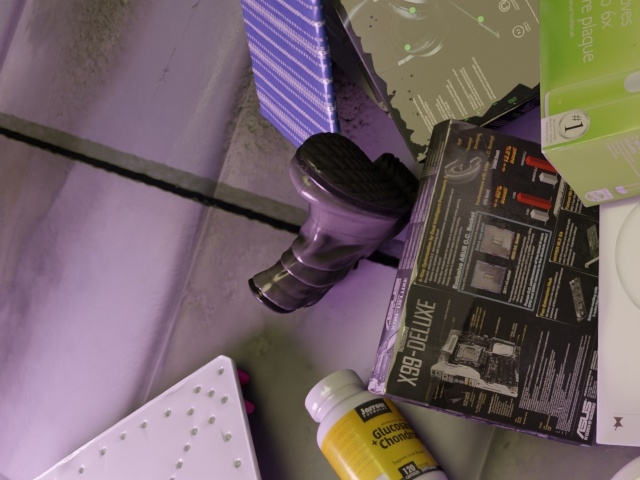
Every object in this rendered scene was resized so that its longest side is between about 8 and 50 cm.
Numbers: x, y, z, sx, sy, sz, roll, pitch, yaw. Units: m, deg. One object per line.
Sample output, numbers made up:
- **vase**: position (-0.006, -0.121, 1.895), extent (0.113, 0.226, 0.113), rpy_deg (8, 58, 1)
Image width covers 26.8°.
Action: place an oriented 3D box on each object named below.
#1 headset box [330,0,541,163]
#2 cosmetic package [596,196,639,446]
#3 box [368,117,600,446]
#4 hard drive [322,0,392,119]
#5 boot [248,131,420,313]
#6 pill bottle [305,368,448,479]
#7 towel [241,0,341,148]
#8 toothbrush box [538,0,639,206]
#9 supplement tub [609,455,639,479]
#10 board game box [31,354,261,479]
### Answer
- **headset box**: position (0.170, -0.250, 1.548), extent (0.283, 0.131, 0.246), rpy_deg (-30, 85, 16)
- **cosmetic package**: position (0.466, 0.068, 1.320), extent (0.377, 0.097, 0.284), rpy_deg (-1, 89, 26)
- **box**: position (0.207, 0.048, 1.458), extent (0.242, 0.076, 0.307), rpy_deg (14, 85, -10)
- **hard drive**: position (0.143, -0.339, 1.692), extent (0.339, 0.064, 0.237), rpy_deg (-49, 58, 14)
- **boot**: position (0.000, 0.000, 1.545), extent (0.223, 0.338, 0.118), rpy_deg (-43, 71, 13)
- **pill bottle**: position (0.060, 0.242, 1.575), extent (0.103, 0.103, 0.184), rpy_deg (-47, 59, 15)
- **towel**: position (-0.037, -0.262, 1.638), extent (0.040, 0.336, 0.243), rpy_deg (-21, 34, -17)
- **toothbrush box**: position (0.363, -0.173, 1.296), extent (0.283, 0.122, 0.206), rpy_deg (-12, 58, 28)
- **supplement tub**: position (0.379, 0.294, 1.255), extent (0.191, 0.272, 0.191), rpy_deg (-8, 74, 31)
- **board game box**: position (-0.211, 0.397, 1.693), extent (0.390, 0.050, 0.390), rpy_deg (-35, 48, 22)
